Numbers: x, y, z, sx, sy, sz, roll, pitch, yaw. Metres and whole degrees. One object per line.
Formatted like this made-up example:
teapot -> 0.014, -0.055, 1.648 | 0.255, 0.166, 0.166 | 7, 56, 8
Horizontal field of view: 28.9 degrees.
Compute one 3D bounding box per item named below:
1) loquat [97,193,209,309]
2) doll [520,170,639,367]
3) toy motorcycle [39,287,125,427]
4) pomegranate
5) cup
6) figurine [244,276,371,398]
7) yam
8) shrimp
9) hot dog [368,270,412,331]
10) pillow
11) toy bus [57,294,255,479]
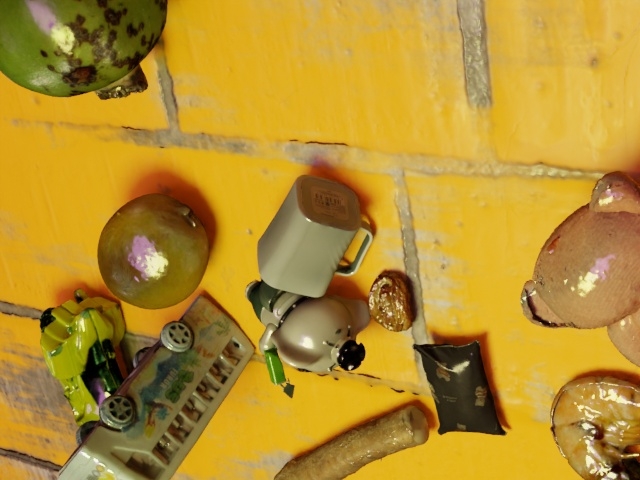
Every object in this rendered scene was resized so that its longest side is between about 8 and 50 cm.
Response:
loquat -> -0.231, 0.021, 1.699 | 0.152, 0.152, 0.195 | 44, 125, 4
doll -> 0.370, 0.043, 1.315 | 0.303, 0.156, 0.201 | 23, 125, -15
toy motorcycle -> -0.320, 0.248, 1.902 | 0.206, 0.142, 0.342 | -4, 117, 35
pomegranate -> -0.297, -0.279, 1.498 | 0.254, 0.254, 0.271 | -13, 119, 40
cup -> 0.000, 0.000, 1.556 | 0.128, 0.095, 0.129 | 15, 132, -18
figurine -> -0.017, 0.110, 1.610 | 0.192, 0.147, 0.126 | 36, 152, 36
yam -> 0.040, 0.298, 1.727 | 0.066, 0.066, 0.299 | 53, 133, -4
shrimp -> 0.398, 0.275, 1.468 | 0.178, 0.075, 0.289 | -40, 78, 41
hot dog -> 0.091, 0.082, 1.579 | 0.058, 0.035, 0.083 | 11, 122, 36
pillow -> 0.176, 0.188, 1.577 | 0.090, 0.048, 0.150 | 6, 124, 42
toy bus -> -0.217, 0.223, 1.686 | 0.136, 0.330, 0.109 | 40, 134, -5
